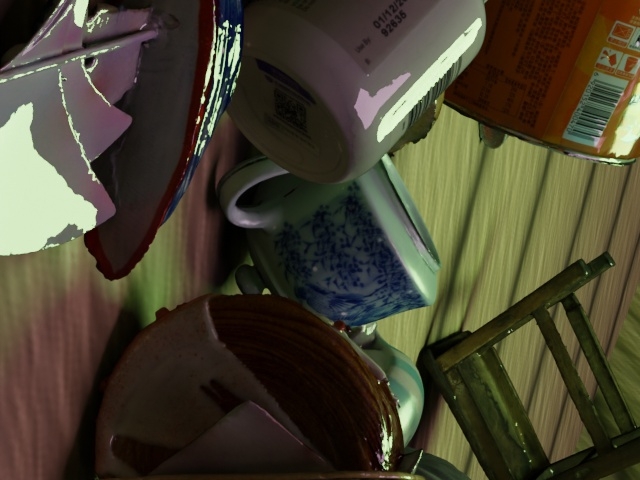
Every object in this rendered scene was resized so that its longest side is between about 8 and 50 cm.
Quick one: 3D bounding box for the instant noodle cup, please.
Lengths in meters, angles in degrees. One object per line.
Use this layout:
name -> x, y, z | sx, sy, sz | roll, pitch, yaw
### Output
instant noodle cup -> 0.207, -0.206, 1.527 | 0.214, 0.296, 0.296 | -68, 165, 16

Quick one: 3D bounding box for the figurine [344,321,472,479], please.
figurine -> 0.105, 0.261, 1.492 | 0.266, 0.377, 0.361 | -50, 155, -50

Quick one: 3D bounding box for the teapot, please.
teapot -> 0.000, 0.000, 1.323 | 0.159, 0.159, 0.232 | -66, 150, -18

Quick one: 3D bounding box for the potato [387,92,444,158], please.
potato -> 0.055, -0.152, 1.388 | 0.089, 0.100, 0.172 | -62, 159, -44

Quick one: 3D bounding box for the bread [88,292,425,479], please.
bread -> -0.046, 0.141, 1.164 | 0.142, 0.224, 0.212 | 26, 61, -75

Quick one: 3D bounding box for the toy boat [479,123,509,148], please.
toy boat -> 0.212, -0.168, 1.968 | 0.096, 0.034, 0.122 | 86, 25, -64

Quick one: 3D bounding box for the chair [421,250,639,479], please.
chair -> 0.196, 0.214, 2.105 | 0.241, 0.416, 0.203 | 63, 18, 4

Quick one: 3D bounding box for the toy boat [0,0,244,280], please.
toy boat -> -0.134, -0.049, 0.951 | 0.318, 0.072, 0.219 | -52, 151, -41

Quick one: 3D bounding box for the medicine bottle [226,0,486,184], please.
medicine bottle -> 0.039, -0.151, 1.197 | 0.215, 0.135, 0.135 | -47, 154, -26
